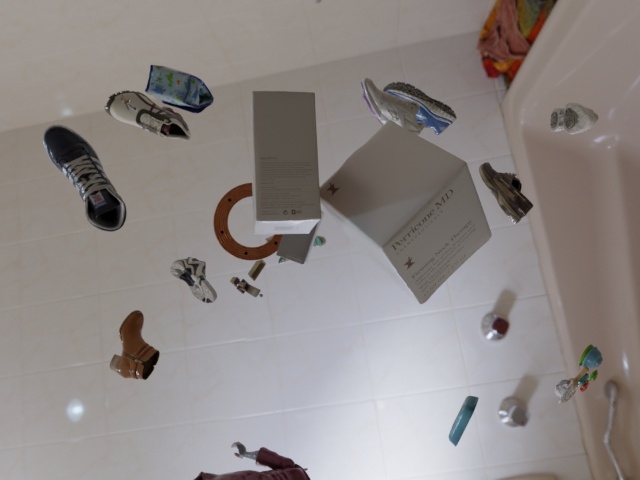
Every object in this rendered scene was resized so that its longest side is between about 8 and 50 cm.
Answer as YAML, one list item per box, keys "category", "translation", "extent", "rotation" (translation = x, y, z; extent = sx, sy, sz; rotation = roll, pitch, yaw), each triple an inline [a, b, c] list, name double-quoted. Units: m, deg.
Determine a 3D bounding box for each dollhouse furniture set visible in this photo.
- category: "dollhouse furniture set"
  translation: [-0.186, 0.106, 1.377]
  extent: [0.114, 0.081, 0.091]
  rotation: [-58, -30, -17]

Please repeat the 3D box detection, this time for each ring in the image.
- category: "ring"
  translation: [-0.290, -0.080, 2.036]
  extent: [0.032, 0.337, 0.336]
  rotation: [-158, 55, -66]

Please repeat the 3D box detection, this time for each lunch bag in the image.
- category: "lunch bag"
  translation: [-0.381, -0.410, 1.303]
  extent: [0.151, 0.129, 0.096]
  rotation: [-30, -42, -76]

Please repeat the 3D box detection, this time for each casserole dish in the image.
- category: "casserole dish"
  translation: [0.466, 0.587, 1.561]
  extent: [0.114, 0.037, 0.188]
  rotation: [-25, -43, -62]

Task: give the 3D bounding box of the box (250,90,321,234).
- category: "box"
  translation: [-0.103, -0.202, 1.305]
  extent: [0.215, 0.169, 0.344]
  rotation: [138, 129, -78]

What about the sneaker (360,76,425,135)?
- category: "sneaker"
  translation: [0.261, -0.483, 1.717]
  extent: [0.305, 0.152, 0.114]
  rotation: [43, -164, -29]

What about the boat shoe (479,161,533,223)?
- category: "boat shoe"
  translation: [0.827, -0.229, 2.107]
  extent: [0.132, 0.130, 0.355]
  rotation: [34, -150, -44]

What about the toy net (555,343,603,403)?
- category: "toy net"
  translation: [0.703, 0.384, 1.313]
  extent: [0.045, 0.232, 0.122]
  rotation: [34, 137, 42]

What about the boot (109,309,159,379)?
- category: "boot"
  translation: [-0.530, 0.309, 1.403]
  extent: [0.073, 0.153, 0.196]
  rotation: [32, -114, -52]

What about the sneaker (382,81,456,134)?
- category: "sneaker"
  translation: [0.397, -0.538, 1.981]
  extent: [0.147, 0.330, 0.129]
  rotation: [-55, 16, 33]

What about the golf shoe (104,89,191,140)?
- category: "golf shoe"
  translation: [-0.534, -0.391, 1.506]
  extent: [0.273, 0.105, 0.120]
  rotation: [7, -152, -50]

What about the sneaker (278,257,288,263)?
- category: "sneaker"
  translation: [-0.155, 0.090, 2.324]
  extent: [0.069, 0.098, 0.038]
  rotation: [31, -155, -33]

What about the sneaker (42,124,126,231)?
- category: "sneaker"
  translation: [-0.563, -0.145, 1.150]
  extent: [0.153, 0.099, 0.282]
  rotation: [33, 152, 58]

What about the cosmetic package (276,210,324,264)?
- category: "cosmetic package"
  translation: [-0.083, -0.028, 1.964]
  extent: [0.107, 0.127, 0.237]
  rotation: [28, -100, -82]

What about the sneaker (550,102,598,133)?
- category: "sneaker"
  translation: [0.781, -0.369, 1.422]
  extent: [0.232, 0.116, 0.090]
  rotation: [-70, -22, -72]

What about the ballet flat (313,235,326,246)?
- category: "ballet flat"
  translation: [0.000, 0.000, 2.314]
  extent: [0.168, 0.053, 0.057]
  rotation: [177, 77, -72]

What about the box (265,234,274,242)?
- category: "box"
  translation: [-0.236, -0.013, 2.435]
  extent: [0.018, 0.083, 0.067]
  rotation: [70, 165, -14]

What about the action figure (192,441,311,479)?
- category: "action figure"
  translation: [-0.111, 0.549, 1.051]
  extent: [0.370, 0.276, 0.247]
  rotation: [15, -132, -59]

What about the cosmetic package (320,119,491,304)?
- category: "cosmetic package"
  translation: [0.261, -0.078, 1.459]
  extent: [0.327, 0.329, 0.393]
  rotation: [44, 178, 41]

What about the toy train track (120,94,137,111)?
- category: "toy train track"
  translation: [-0.538, -0.385, 1.344]
  extent: [0.083, 0.014, 0.048]
  rotation: [53, -167, -83]

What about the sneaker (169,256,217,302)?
- category: "sneaker"
  translation: [-0.502, 0.153, 2.003]
  extent: [0.094, 0.235, 0.153]
  rotation: [-58, -6, 25]
